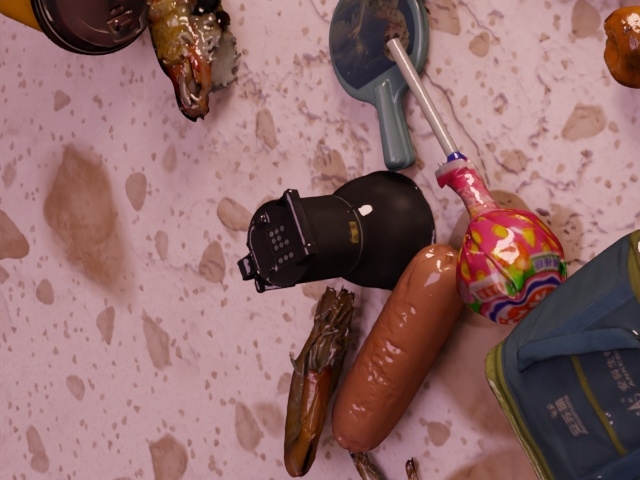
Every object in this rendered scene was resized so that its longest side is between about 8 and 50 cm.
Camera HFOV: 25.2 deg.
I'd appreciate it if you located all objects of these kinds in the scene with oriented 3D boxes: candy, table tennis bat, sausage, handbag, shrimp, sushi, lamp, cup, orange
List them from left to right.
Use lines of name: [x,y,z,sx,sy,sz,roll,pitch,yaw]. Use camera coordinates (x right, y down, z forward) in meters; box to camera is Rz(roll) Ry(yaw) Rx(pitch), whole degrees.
cup: [-0.357,-0.363,1.973,0.280,0.196,0.196,20,108,49]
sushi: [-0.168,-0.270,1.863,0.226,0.103,0.097,70,159,9]
shrimp: [-0.006,0.174,1.745,0.150,0.068,0.248,-121,42,-75]
lamp: [0.000,0.000,1.639,0.172,0.227,0.147,-27,76,42]
table tennis bat: [0.073,-0.198,1.684,0.149,0.038,0.237,-15,81,41]
shrimp: [0.081,0.280,1.735,0.083,0.023,0.114,-46,70,33]
sausage: [0.092,0.128,1.665,0.086,0.086,0.289,43,122,31]
candy: [0.154,-0.074,1.573,0.124,0.124,0.365,-43,64,37]
orange: [0.321,-0.194,1.432,0.086,0.062,0.086,167,90,-84]
handbag: [0.320,0.135,1.363,0.241,0.222,0.263,-45,66,41]
